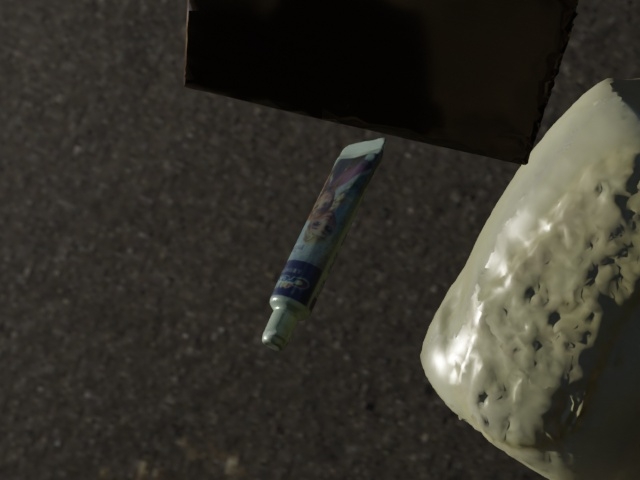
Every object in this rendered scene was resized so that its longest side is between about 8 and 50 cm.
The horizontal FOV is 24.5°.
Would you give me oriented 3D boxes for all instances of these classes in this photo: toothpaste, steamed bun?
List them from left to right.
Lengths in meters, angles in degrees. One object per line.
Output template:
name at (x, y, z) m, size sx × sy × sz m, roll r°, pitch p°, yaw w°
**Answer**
toothpaste at (0.000, 0.000, 1.290) m, size 0.062 × 0.037 × 0.216 m, roll -4°, pitch 53°, yaw 49°
steamed bun at (0.245, 0.054, 0.981) m, size 0.272 × 0.273 × 0.290 m, roll 33°, pitch 112°, yaw 29°

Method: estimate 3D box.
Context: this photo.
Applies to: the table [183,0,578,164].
table at (0.044, -0.173, 0.684) m, size 0.172 × 0.169 × 0.193 m, roll 100°, pitch -176°, yaw -54°
